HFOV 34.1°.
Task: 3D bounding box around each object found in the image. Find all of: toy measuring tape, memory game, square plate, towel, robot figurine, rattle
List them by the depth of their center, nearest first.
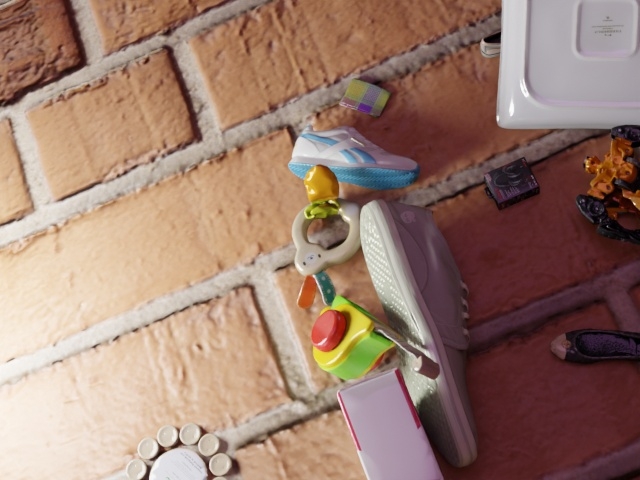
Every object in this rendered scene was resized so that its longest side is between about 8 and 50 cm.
[{"bbox_3d":[0.068,0.177,1.593,0.121,0.121,0.330,-45,27,-7],"label":"toy measuring tape"},{"bbox_3d":[0.552,-0.063,1.650,0.291,0.085,0.211,26,76,21],"label":"robot figurine"},{"bbox_3d":[-0.230,0.387,1.691,0.186,0.012,0.186,-5,67,12],"label":"memory game"},{"bbox_3d":[0.467,-0.350,1.712,0.347,0.049,0.344,3,102,15],"label":"square plate"},{"bbox_3d":[0.000,0.000,1.729,0.130,0.143,0.199,24,68,2],"label":"rattle"},{"bbox_3d":[0.081,-0.257,1.882,0.083,0.009,0.060,21,74,20],"label":"towel"}]

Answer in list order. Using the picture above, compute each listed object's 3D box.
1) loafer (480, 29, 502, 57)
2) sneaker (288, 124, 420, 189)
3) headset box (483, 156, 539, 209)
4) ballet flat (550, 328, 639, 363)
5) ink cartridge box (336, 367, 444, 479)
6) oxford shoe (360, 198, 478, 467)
[{"bbox_3d":[0.343,-0.361,1.845,0.125,0.039,0.045,-22,64,4],"label":"loafer"},{"bbox_3d":[0.062,-0.147,1.800,0.229,0.087,0.092,10,69,15],"label":"sneaker"},{"bbox_3d":[0.316,-0.094,1.746,0.083,0.032,0.062,-22,65,2],"label":"headset box"},{"bbox_3d":[0.442,0.158,1.604,0.173,0.049,0.057,-2,67,13],"label":"ballet flat"},{"bbox_3d":[0.111,0.308,1.519,0.100,0.237,0.172,-22,65,0],"label":"ink cartridge box"},{"bbox_3d":[0.179,0.127,1.630,0.130,0.169,0.449,-9,64,-15],"label":"oxford shoe"}]
